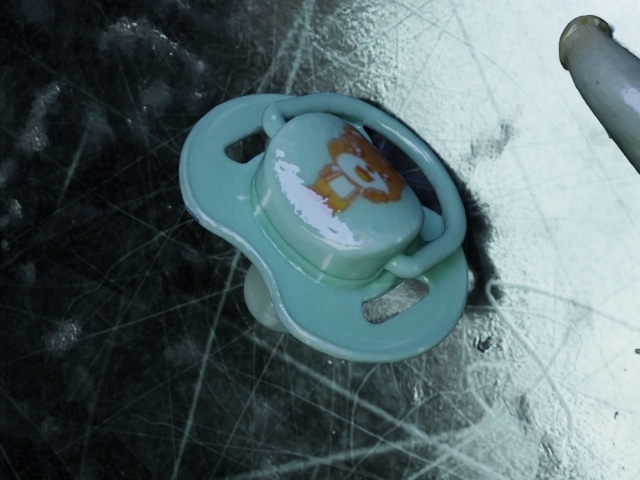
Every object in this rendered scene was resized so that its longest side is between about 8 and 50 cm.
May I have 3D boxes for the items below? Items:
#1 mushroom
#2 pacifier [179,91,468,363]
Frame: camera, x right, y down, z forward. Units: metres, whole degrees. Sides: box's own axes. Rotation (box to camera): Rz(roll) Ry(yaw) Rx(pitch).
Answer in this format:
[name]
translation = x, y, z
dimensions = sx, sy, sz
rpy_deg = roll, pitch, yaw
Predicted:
[mushroom]
translation = 0.331, -0.119, 1.235
dimensions = 0.103, 0.118, 0.270
rpy_deg = -45, 80, 20
[pacifier]
translation = 0.000, 0.000, 1.343
dimensions = 0.343, 0.288, 0.269
rpy_deg = 53, 145, 15
